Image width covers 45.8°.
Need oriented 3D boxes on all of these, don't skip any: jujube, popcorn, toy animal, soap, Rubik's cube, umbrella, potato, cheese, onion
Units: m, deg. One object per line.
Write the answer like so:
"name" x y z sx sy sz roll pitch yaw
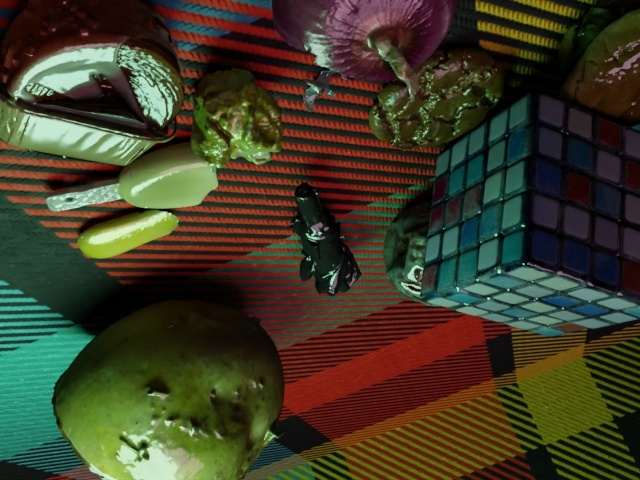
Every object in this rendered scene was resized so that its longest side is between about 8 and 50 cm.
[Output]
"jujube" 0.277 0.020 1.467 0.317 0.226 0.226 1 145 -28
"popcorn" -0.114 -0.162 1.010 0.126 0.125 0.145 -16 177 9
"toy animal" -0.004 -0.216 1.078 0.050 0.028 0.084 2 145 -49
"soap" -0.312 -0.012 1.239 0.168 0.033 0.089 -18 154 -3
"Rubik's cube" 0.364 -0.025 1.227 0.293 0.287 0.292 16 160 -17
"umbrella" 0.000 0.000 1.380 0.118 0.118 0.340 -19 151 -1
"potato" -0.242 0.286 1.453 0.319 0.385 0.442 -44 155 18
"cheese" -0.276 -0.081 1.128 0.255 0.050 0.127 -13 152 -9
"onion" 0.056 -0.286 0.860 0.207 0.200 0.200 20 143 -4

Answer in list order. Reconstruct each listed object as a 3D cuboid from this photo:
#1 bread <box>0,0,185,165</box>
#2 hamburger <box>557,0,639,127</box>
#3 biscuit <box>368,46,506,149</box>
"bread" -0.260 -0.179 0.870 0.224 0.142 0.212 7 145 -38
"hamburger" 0.504 -0.283 1.165 0.265 0.134 0.285 13 142 -38
"biscuit" 0.184 -0.216 1.184 0.226 0.042 0.226 -14 152 -8
